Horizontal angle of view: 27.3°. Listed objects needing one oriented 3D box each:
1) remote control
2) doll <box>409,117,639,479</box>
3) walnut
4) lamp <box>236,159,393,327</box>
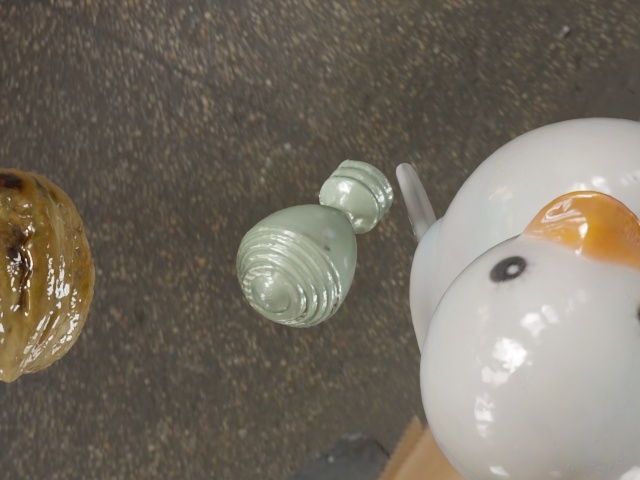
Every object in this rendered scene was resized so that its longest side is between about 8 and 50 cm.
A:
[{"bbox_3d":[0.106,0.014,1.268,0.029,0.261,0.067,-24,123,8],"label":"remote control"},{"bbox_3d":[0.130,0.063,0.656,0.221,0.221,0.251,-7,134,-9],"label":"doll"},{"bbox_3d":[-0.260,0.029,1.066,0.156,0.184,0.155,-12,152,-6],"label":"walnut"},{"bbox_3d":[0.000,0.000,1.193,0.106,0.193,0.106,21,134,23],"label":"lamp"}]
